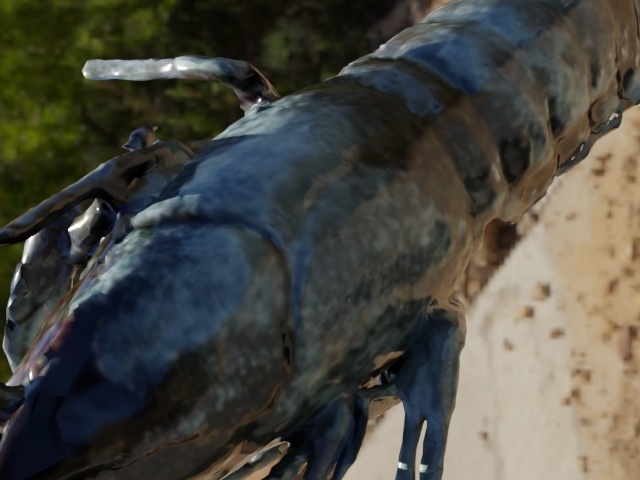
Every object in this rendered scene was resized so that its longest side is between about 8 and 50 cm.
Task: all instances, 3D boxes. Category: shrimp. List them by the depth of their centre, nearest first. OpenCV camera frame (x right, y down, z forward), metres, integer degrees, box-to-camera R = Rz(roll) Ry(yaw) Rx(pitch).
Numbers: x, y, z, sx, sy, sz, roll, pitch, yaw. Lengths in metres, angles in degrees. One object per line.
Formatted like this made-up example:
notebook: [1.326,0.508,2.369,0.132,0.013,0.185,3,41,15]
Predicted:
shrimp: [-0.002,0.000,0.610,0.221,0.410,0.166,45,161,12]
